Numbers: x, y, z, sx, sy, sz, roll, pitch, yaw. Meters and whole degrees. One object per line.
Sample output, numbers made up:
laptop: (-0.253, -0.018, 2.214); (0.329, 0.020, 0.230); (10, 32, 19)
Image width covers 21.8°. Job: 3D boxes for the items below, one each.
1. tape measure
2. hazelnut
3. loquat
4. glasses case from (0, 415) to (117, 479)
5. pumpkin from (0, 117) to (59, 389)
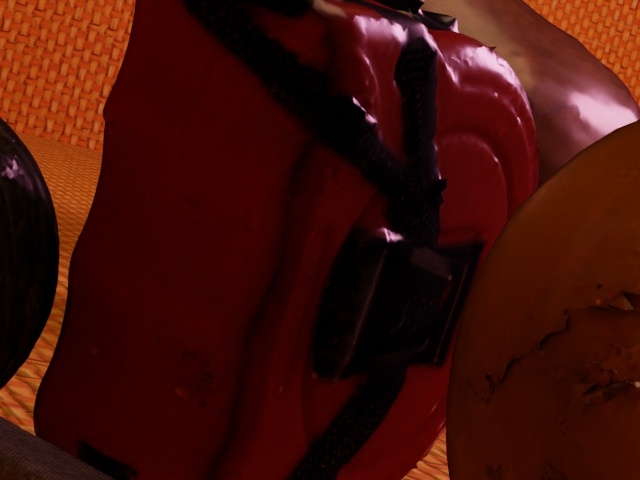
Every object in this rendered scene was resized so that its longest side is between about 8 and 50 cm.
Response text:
tape measure: (0.000, 0.001, 0.734); (0.114, 0.253, 0.260); (24, 14, 31)
hazelnut: (0.124, -0.071, 1.565); (0.366, 0.365, 0.366); (15, 5, -1)
loquat: (0.158, 0.067, 0.613); (0.235, 0.235, 0.235); (15, 5, -1)
glasses case: (-0.087, 0.094, 0.477); (0.047, 0.071, 0.205); (16, 3, -45)
pumpkin: (-0.214, -0.002, 0.669); (0.224, 0.157, 0.223); (5, -1, 0)
